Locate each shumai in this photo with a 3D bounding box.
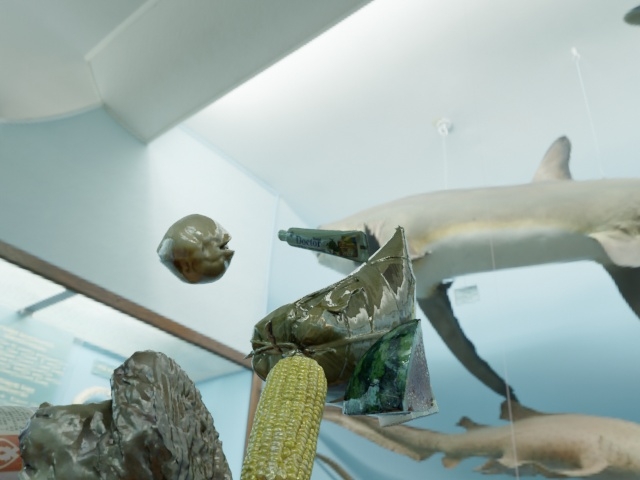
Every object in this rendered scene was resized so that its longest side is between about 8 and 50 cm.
[{"bbox_3d":[-0.208,0.249,0.667,0.185,0.218,0.184,-30,-5,6],"label":"shumai"}]

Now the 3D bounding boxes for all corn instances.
[{"bbox_3d":[-0.046,0.251,0.828,0.093,0.244,0.093,4,-63,8],"label":"corn"}]

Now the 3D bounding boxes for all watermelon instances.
[{"bbox_3d":[0.133,0.243,1.138,0.136,0.207,0.202,17,-24,26],"label":"watermelon"}]

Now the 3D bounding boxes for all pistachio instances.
[{"bbox_3d":[-0.236,0.017,1.174,0.144,0.144,0.215,12,-2,-14],"label":"pistachio"}]

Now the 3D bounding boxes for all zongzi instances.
[{"bbox_3d":[0.022,0.104,1.314,0.218,0.467,0.500,-16,-30,35],"label":"zongzi"}]

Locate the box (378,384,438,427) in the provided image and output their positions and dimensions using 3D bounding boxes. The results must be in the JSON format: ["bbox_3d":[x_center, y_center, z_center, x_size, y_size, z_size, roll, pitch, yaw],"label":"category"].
[{"bbox_3d":[0.215,0.362,1.769,0.106,0.299,0.200,-25,-20,25],"label":"box"}]

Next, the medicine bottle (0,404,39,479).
[{"bbox_3d":[-0.665,0.402,1.135,0.202,0.202,0.316,-17,-23,29],"label":"medicine bottle"}]

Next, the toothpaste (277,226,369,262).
[{"bbox_3d":[0.000,0.000,1.295,0.255,0.067,0.037,8,22,43],"label":"toothpaste"}]
